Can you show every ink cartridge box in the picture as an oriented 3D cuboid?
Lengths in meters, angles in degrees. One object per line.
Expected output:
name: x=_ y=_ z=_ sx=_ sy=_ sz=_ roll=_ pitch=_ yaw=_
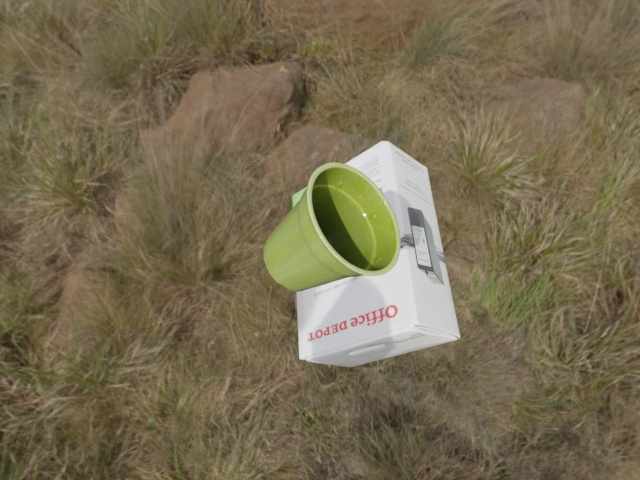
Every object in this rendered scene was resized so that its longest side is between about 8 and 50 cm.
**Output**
ink cartridge box: x=0.067 y=0.029 z=0.719 sx=0.198 sy=0.114 sz=0.273 roll=-26 pitch=57 yaw=37

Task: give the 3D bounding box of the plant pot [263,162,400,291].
plant pot: x=0.000 y=0.000 z=0.354 sx=0.079 sy=0.083 sz=0.084 roll=-32 pitch=50 yaw=41
